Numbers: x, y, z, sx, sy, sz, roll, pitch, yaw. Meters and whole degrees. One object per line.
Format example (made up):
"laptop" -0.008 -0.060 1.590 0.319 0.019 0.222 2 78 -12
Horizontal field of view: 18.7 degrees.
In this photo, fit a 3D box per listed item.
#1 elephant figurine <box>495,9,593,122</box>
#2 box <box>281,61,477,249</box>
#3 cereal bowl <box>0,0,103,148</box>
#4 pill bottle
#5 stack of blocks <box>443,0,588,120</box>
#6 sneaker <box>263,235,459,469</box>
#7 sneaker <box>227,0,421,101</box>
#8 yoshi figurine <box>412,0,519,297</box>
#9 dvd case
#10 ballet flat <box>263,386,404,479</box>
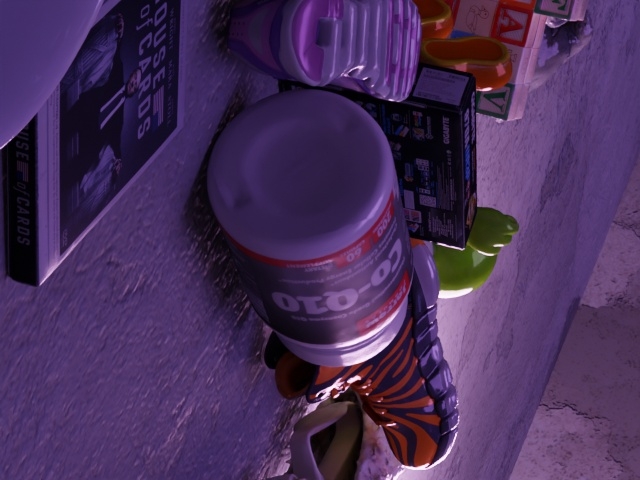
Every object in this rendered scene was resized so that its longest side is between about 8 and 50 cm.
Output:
"elephant figurine" 0.225 -0.306 2.319 0.169 0.186 0.239 -27 138 -6
"box" 0.060 -0.088 1.848 0.220 0.175 0.051 82 25 -54
"cereal bowl" -0.203 -0.204 0.892 0.339 0.141 0.339 15 90 -74
"pill bottle" 0.000 0.000 1.751 0.283 0.161 0.161 72 36 -62
"stack of blocks" 0.216 -0.290 2.206 0.087 0.171 0.297 -16 120 -72
"sneaker" 0.034 0.137 2.009 0.180 0.124 0.321 -30 129 -23
"sneaker" 0.003 -0.172 1.662 0.236 0.104 0.095 2 92 -58
"yoshi figurine" 0.122 -0.071 2.067 0.203 0.203 0.362 -63 165 -55
"dvd case" -0.154 -0.103 1.369 0.239 0.029 0.179 -54 155 -51
"ballet flat" -0.018 0.280 2.073 0.409 0.147 0.147 -57 157 -57
